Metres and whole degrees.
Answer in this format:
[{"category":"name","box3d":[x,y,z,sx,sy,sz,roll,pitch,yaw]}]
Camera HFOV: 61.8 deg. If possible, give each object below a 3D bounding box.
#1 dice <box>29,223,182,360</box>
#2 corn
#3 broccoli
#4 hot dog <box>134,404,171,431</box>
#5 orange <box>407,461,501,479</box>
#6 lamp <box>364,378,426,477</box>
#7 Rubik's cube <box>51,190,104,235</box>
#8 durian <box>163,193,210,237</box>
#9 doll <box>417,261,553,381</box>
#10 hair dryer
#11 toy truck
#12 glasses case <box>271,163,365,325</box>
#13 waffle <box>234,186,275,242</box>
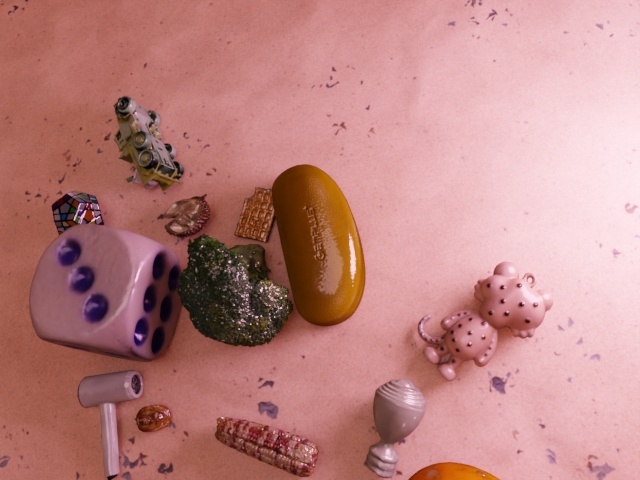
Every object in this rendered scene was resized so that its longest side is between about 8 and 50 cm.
[{"category":"dice","box3d":[-0.475,0.125,1.216,0.251,0.243,0.259,6,72,15]},{"category":"corn","box3d":[-0.117,0.431,1.127,0.237,0.079,0.079,11,76,16]},{"category":"broccoli","box3d":[-0.188,0.111,1.180,0.269,0.261,0.241,3,36,10]},{"category":"hot dog","box3d":[-0.383,0.404,1.215,0.083,0.035,0.058,-12,75,9]},{"category":"orange","box3d":[0.247,0.514,0.925,0.261,0.261,0.260,-4,73,12]},{"category":"lamp","box3d":[0.144,0.373,1.078,0.106,0.106,0.192,19,88,17]},{"category":"Rubik's cube","box3d":[-0.622,-0.063,1.369,0.133,0.133,0.111,-7,44,11]},{"category":"durian","box3d":[-0.316,-0.063,1.323,0.140,0.071,0.110,-39,64,13]},{"category":"doll","box3d":[0.333,0.165,1.095,0.278,0.119,0.154,-36,68,10]},{"category":"hair dryer","box3d":[-0.473,0.421,1.215,0.131,0.073,0.236,-10,74,8]},{"category":"toy truck","box3d":[-0.472,-0.244,1.389,0.135,0.128,0.259,-31,69,17]},{"category":"glasses case","box3d":[0.000,0.000,1.196,0.173,0.141,0.371,-16,71,7]},{"category":"waffle","box3d":[-0.153,-0.066,1.313,0.092,0.021,0.134,10,76,15]}]
